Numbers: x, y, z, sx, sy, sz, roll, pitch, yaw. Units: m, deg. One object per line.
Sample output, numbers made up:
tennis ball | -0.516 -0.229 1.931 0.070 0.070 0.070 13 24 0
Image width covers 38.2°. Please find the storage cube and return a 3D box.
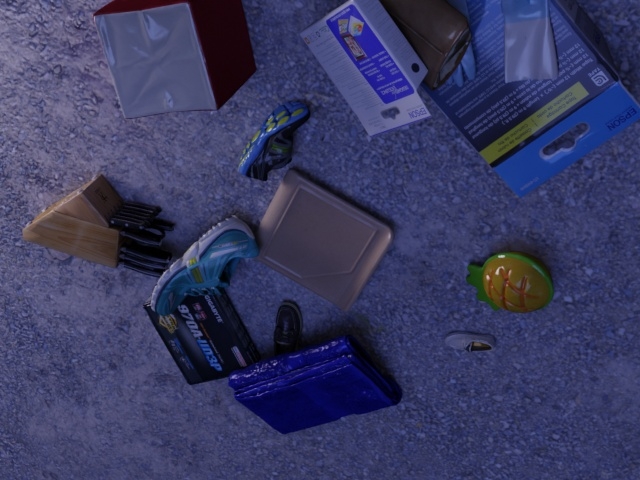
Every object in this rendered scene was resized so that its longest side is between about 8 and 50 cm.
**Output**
storage cube | -0.242 -0.334 1.564 0.183 0.193 0.215 -2 120 19

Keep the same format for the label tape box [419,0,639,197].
label tape box | 0.308 -0.277 1.464 0.249 0.115 0.348 -37 104 32

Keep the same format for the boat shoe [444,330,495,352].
boat shoe | 0.289 0.202 1.797 0.100 0.035 0.035 3 120 16

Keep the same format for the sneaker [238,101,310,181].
sneaker | -0.076 -0.180 1.686 0.078 0.067 0.188 27 125 -24

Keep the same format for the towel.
towel | -0.013 0.313 1.906 0.308 0.076 0.228 -20 129 28

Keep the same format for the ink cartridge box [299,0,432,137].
ink cartridge box | 0.076 -0.266 1.419 0.208 0.045 0.206 55 159 -12

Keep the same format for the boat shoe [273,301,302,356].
boat shoe | -0.069 0.198 1.905 0.056 0.049 0.152 7 122 12

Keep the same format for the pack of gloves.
pack of gloves | 0.237 -0.335 1.359 0.195 0.046 0.232 -4 115 22

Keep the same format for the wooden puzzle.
wooden puzzle | 0.000 0.000 1.776 0.238 0.044 0.221 32 125 3

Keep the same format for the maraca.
maraca | 0.341 0.078 1.675 0.185 0.099 0.127 -14 111 53

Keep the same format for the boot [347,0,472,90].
boot | 0.119 -0.386 1.344 0.269 0.089 0.236 47 153 16

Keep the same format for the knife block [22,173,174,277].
knife block | -0.437 0.002 1.889 0.275 0.088 0.242 -26 108 29

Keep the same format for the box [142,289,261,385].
box | -0.251 0.195 1.963 0.175 0.051 0.220 -15 113 25

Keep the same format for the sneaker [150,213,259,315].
sneaker | -0.232 0.068 1.820 0.275 0.107 0.110 -42 85 23
